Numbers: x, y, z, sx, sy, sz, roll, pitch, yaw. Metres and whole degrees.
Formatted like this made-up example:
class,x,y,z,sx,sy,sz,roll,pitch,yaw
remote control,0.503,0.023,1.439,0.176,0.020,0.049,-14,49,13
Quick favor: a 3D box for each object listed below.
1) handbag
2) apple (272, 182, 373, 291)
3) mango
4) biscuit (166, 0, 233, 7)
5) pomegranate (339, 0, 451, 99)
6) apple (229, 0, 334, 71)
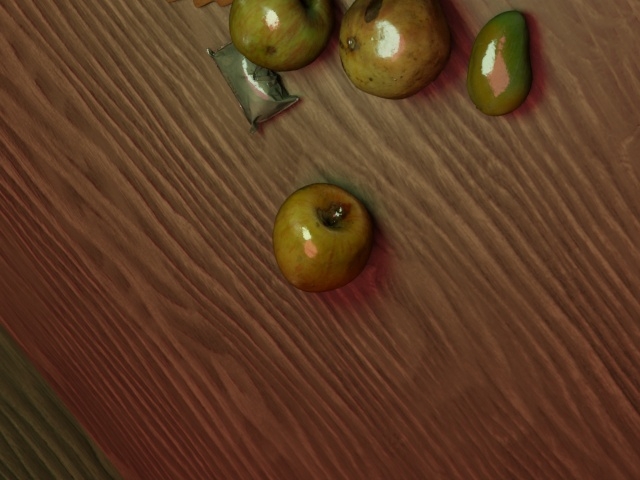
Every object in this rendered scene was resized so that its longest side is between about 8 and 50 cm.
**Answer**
class,x,y,z,sx,sy,sz,roll,pitch,yaw
handbag,-0.186,-0.452,1.997,0.183,0.117,0.270,-25,102,21
apple,0.000,0.000,2.041,0.299,0.299,0.275,37,150,2
mango,0.437,-0.428,1.751,0.157,0.114,0.250,9,118,26
biscuit,-0.308,-0.745,1.944,0.306,0.043,0.283,28,121,8
pomegranate,0.181,-0.480,1.750,0.282,0.281,0.281,9,117,18
apple,-0.105,-0.557,1.837,0.265,0.264,0.264,9,117,18
